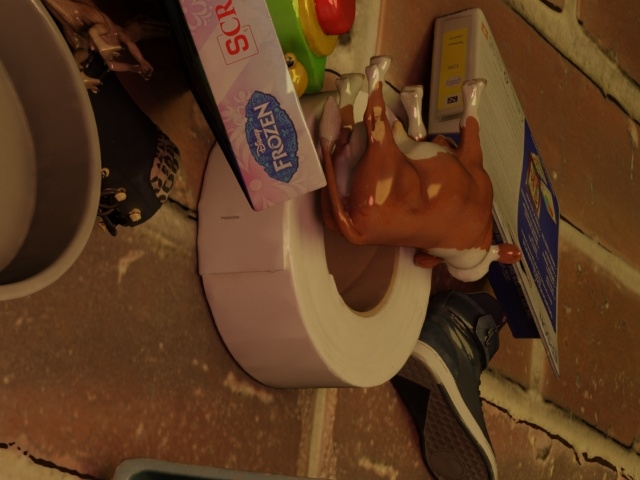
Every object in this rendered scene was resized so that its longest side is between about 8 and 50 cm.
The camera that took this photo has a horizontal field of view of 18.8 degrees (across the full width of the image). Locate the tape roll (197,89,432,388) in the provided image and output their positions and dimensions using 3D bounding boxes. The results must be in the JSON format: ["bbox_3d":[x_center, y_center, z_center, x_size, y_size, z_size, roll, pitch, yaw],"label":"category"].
[{"bbox_3d":[0.000,0.000,1.835,0.286,0.100,0.286,7,82,-59],"label":"tape roll"}]

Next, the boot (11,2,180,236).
[{"bbox_3d":[-0.197,-0.058,1.510,0.179,0.085,0.236,54,39,-35],"label":"boot"}]

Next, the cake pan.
[{"bbox_3d":[-0.268,-0.090,1.290,0.293,0.054,0.293,33,44,-39],"label":"cake pan"}]

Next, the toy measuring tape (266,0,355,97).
[{"bbox_3d":[-0.021,-0.275,1.823,0.121,0.121,0.330,49,39,-46],"label":"toy measuring tape"}]

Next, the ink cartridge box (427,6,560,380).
[{"bbox_3d":[0.194,-0.049,2.132,0.307,0.072,0.304,-79,151,-49],"label":"ink cartridge box"}]

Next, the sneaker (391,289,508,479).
[{"bbox_3d":[0.163,0.159,2.110,0.163,0.086,0.226,-53,130,-44],"label":"sneaker"}]

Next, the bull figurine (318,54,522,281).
[{"bbox_3d":[0.095,-0.060,1.810,0.310,0.101,0.188,7,77,-62],"label":"bull figurine"}]

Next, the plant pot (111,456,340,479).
[{"bbox_3d":[-0.044,0.345,1.606,0.252,0.247,0.247,64,33,-64],"label":"plant pot"}]

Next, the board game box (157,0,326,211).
[{"bbox_3d":[-0.102,-0.223,1.542,0.319,0.066,0.318,-121,-169,-65],"label":"board game box"}]

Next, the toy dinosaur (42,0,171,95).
[{"bbox_3d":[-0.180,-0.163,1.473,0.183,0.053,0.093,23,36,-52],"label":"toy dinosaur"}]
